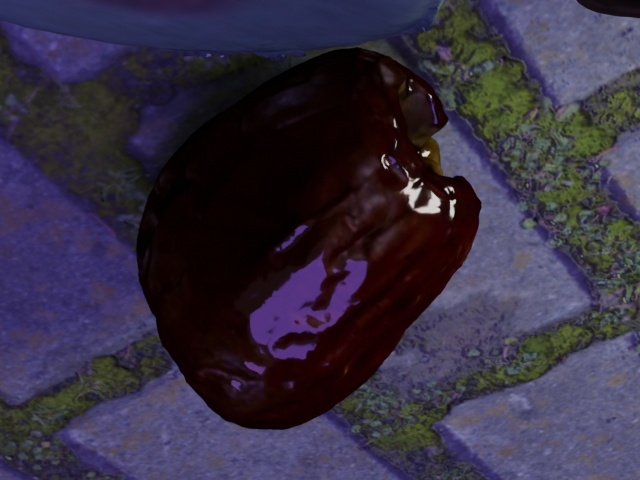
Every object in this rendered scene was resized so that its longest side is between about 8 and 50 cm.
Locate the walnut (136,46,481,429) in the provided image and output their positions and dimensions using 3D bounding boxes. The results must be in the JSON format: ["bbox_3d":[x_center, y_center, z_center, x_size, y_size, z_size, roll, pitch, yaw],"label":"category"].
[{"bbox_3d":[0.000,0.000,0.996,0.269,0.222,0.244,-36,164,15],"label":"walnut"}]

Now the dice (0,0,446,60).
[{"bbox_3d":[-0.070,-0.240,0.598,0.264,0.263,0.268,-1,172,41],"label":"dice"}]

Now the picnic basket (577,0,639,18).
[{"bbox_3d":[0.308,-0.224,0.736,0.320,0.291,0.254,0,137,-24],"label":"picnic basket"}]
